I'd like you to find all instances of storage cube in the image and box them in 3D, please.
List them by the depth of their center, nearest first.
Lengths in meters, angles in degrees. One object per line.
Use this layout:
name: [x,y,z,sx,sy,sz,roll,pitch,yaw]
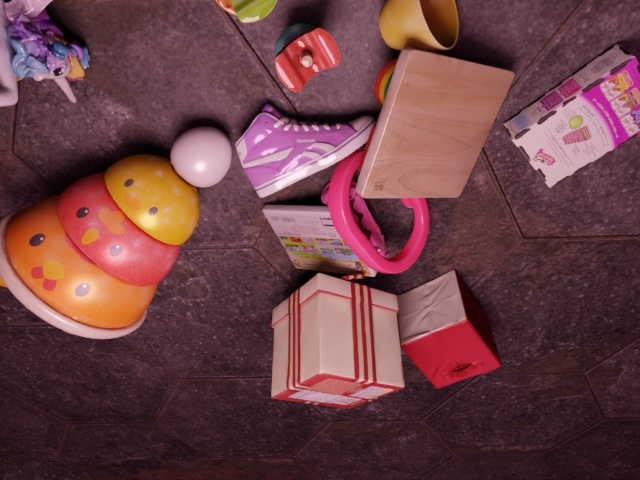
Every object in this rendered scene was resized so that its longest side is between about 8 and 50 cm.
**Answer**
storage cube: [0.326,0.230,1.211,0.183,0.215,0.193,-28,118,24]

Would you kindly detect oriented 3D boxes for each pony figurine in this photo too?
pony figurine: [-0.504,-0.358,0.683,0.302,0.363,0.351,-1,115,12]

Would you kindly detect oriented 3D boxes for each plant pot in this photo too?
plant pot: [0.154,-0.368,0.771,0.095,0.134,0.134,-6,136,43]

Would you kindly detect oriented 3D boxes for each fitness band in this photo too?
fitness band: [0.127,-0.059,0.979,0.054,0.209,0.291,10,150,51]

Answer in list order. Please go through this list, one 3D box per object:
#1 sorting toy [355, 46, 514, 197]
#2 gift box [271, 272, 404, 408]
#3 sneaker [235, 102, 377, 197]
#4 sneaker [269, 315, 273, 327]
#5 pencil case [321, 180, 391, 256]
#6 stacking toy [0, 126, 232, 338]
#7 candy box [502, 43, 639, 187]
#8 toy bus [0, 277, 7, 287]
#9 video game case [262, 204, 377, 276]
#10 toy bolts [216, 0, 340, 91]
sorting toy: [0.191,-0.211,0.858,0.257,0.089,0.255,-3,125,-32]
gift box: [0.043,0.237,1.102,0.276,0.258,0.255,20,142,-31]
sneaker: [-0.034,-0.213,0.915,0.282,0.102,0.161,-26,104,4]
sneaker: [-0.067,0.178,1.273,0.185,0.069,0.084,-22,118,11]
pencil case: [0.084,-0.041,1.060,0.098,0.095,0.209,17,150,46]
stacking toy: [-0.377,-0.065,0.968,0.480,0.350,0.350,-42,119,10]
candy box: [0.503,-0.232,0.901,0.233,0.071,0.159,-36,121,27]
toy bus: [-0.704,0.049,1.129,0.332,0.130,0.108,20,128,-15]
video game case: [0.000,0.000,1.077,0.227,0.026,0.206,4,138,32]
toy bolts: [-0.042,-0.380,0.745,0.218,0.158,0.228,-27,123,6]
